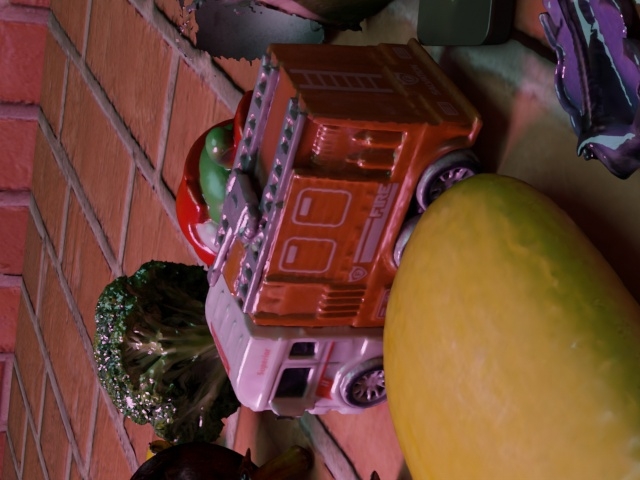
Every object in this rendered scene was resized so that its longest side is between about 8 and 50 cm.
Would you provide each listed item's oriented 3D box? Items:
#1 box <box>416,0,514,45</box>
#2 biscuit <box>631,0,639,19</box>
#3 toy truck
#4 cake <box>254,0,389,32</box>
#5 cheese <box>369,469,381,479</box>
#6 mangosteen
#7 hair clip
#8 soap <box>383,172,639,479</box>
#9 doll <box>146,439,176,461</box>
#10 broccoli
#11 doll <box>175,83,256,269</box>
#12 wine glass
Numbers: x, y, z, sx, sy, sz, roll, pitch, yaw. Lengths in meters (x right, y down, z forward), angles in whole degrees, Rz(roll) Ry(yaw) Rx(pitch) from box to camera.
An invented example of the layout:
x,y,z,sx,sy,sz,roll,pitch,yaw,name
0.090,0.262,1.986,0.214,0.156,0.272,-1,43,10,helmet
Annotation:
x,y,z,sx,sy,sz,roll,pitch,yaw,name
0.135,-0.225,0.989,0.126,0.031,0.091,18,105,63,box
0.295,-0.152,0.646,0.273,0.036,0.187,171,99,-64,biscuit
0.000,0.000,1.059,0.173,0.206,0.388,-119,37,-46,toy truck
0.031,-0.342,1.060,0.283,0.172,0.158,-29,65,59,cake
0.030,0.362,1.031,0.189,0.074,0.286,65,-146,-45,cheese
-0.118,0.342,1.323,0.261,0.235,0.235,-44,40,10,mangosteen
0.199,-0.135,0.810,0.124,0.052,0.195,122,139,-63,hair clip
0.160,0.142,0.831,0.427,0.115,0.306,-116,31,-44,soap
-0.219,0.411,1.606,0.135,0.143,0.221,23,114,26,doll
-0.180,0.136,1.417,0.269,0.241,0.262,48,-149,-57,broccoli
-0.080,-0.057,1.263,0.160,0.182,0.363,69,151,26,doll
-0.083,-0.391,1.287,0.190,0.190,0.357,159,115,-63,wine glass
